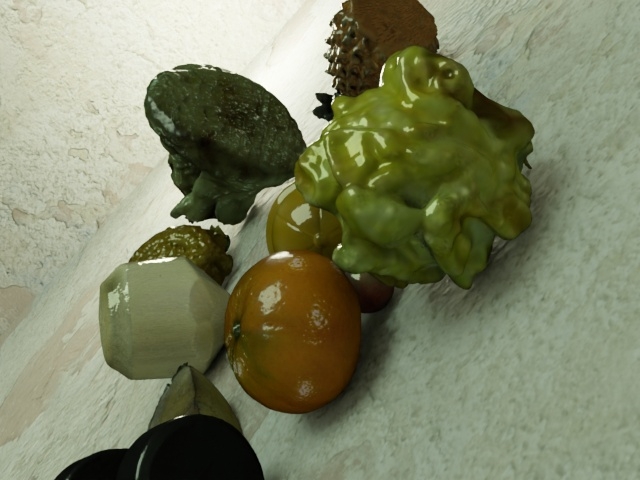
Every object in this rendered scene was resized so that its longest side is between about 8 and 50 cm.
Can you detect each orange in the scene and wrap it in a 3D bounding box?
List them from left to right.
[{"bbox_3d":[-0.045,0.126,1.346,0.240,0.171,0.240,-177,90,-67],"label":"orange"}]

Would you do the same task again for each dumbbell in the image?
[{"bbox_3d":[-0.240,0.375,1.352,0.322,0.203,0.204,-30,28,46],"label":"dumbbell"}]

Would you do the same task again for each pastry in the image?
[{"bbox_3d":[-0.316,0.066,2.124,0.235,0.132,0.240,-32,44,9],"label":"pastry"}]

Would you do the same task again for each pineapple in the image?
[{"bbox_3d":[0.087,-0.330,1.942,0.223,0.222,0.357,-66,5,-36],"label":"pineapple"}]

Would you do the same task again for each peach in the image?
[{"bbox_3d":[0.070,0.068,1.398,0.083,0.083,0.083,-44,20,20],"label":"peach"}]

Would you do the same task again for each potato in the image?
[{"bbox_3d":[-0.206,0.314,1.548,0.138,0.098,0.243,-51,22,6],"label":"potato"}]

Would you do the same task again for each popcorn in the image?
[{"bbox_3d":[0.127,-0.072,1.231,0.312,0.312,0.312,-44,20,20],"label":"popcorn"}]

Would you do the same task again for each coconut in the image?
[{"bbox_3d":[-0.288,0.148,1.835,0.237,0.265,0.238,-179,90,-75],"label":"coconut"}]

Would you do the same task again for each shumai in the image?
[{"bbox_3d":[-0.251,-0.197,2.246,0.323,0.397,0.324,-58,6,42],"label":"shumai"}]

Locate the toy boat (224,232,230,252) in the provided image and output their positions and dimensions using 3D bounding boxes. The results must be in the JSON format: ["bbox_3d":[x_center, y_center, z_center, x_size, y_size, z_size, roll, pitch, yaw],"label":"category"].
[{"bbox_3d":[-0.281,0.030,2.325,0.210,0.052,0.104,-20,33,55],"label":"toy boat"}]

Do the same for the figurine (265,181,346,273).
[{"bbox_3d":[-0.002,0.004,1.531,0.167,0.192,0.257,-61,5,-20],"label":"figurine"}]

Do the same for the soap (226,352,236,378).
[{"bbox_3d":[-0.075,0.155,1.593,0.183,0.063,0.121,-51,19,1],"label":"soap"}]
